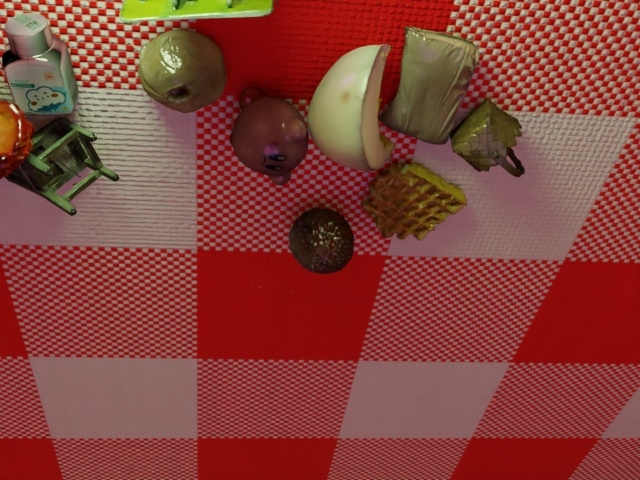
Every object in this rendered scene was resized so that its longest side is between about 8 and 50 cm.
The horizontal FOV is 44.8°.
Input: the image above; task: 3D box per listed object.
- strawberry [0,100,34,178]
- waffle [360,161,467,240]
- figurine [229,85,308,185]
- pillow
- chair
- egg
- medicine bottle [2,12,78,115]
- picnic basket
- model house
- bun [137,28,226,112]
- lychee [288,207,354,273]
[{"bbox_3d":[-0.713,-0.185,1.573,0.336,0.265,0.149,-5,167,18],"label":"strawberry"},{"bbox_3d":[0.203,-0.087,1.895,0.229,0.057,0.219,26,130,-28],"label":"waffle"},{"bbox_3d":[-0.105,-0.217,1.642,0.173,0.173,0.173,-3,138,-2],"label":"figurine"},{"bbox_3d":[0.226,-0.319,1.636,0.173,0.067,0.270,8,136,-8],"label":"pillow"},{"bbox_3d":[-0.588,-0.181,1.686,0.270,0.147,0.136,25,149,35],"label":"chair"},{"bbox_3d":[0.052,-0.264,1.598,0.162,0.206,0.271,10,139,23],"label":"egg"},{"bbox_3d":[-0.553,-0.342,1.518,0.119,0.094,0.188,-1,138,-3],"label":"medicine bottle"},{"bbox_3d":[0.391,-0.211,1.722,0.178,0.128,0.138,37,122,-18],"label":"picnic basket"},{"bbox_3d":[-0.199,-0.524,1.173,0.243,0.357,0.312,-5,127,1],"label":"model house"},{"bbox_3d":[-0.275,-0.327,1.546,0.173,0.113,0.166,-12,137,5],"label":"bun"},{"bbox_3d":[0.000,0.000,1.890,0.165,0.165,0.197,-27,156,23],"label":"lychee"}]
